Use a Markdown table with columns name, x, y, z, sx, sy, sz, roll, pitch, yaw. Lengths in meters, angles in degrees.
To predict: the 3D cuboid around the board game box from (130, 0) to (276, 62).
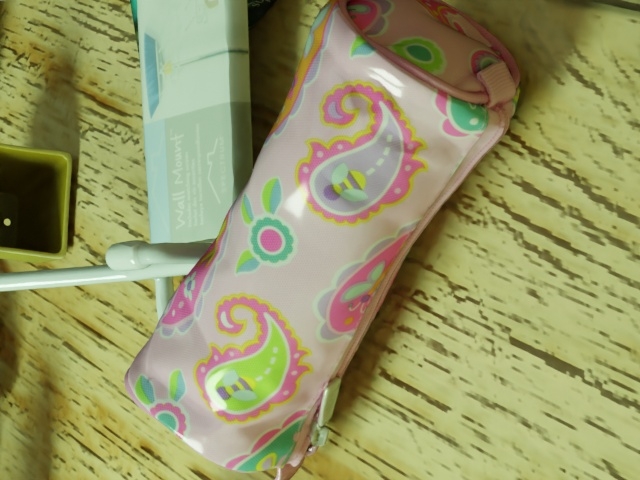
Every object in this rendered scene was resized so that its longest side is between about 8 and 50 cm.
| name | x | y | z | sx | sy | sz | roll | pitch | yaw |
| --- | --- | --- | --- | --- | --- | --- | --- | --- | --- |
| board game box | -0.068 | -0.187 | 1.298 | 0.186 | 0.026 | 0.126 | -43 | 48 | 42 |

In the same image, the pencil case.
| name | x | y | z | sx | sy | sz | roll | pitch | yaw |
| --- | --- | --- | --- | --- | --- | --- | --- | --- | --- |
| pencil case | 0.000 | 0.000 | 1.069 | 0.284 | 0.124 | 0.124 | -61 | 38 | 26 |

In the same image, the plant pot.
| name | x | y | z | sx | sy | sz | roll | pitch | yaw |
| --- | --- | --- | --- | --- | --- | --- | --- | --- | --- |
| plant pot | -0.238 | -0.023 | 1.458 | 0.083 | 0.081 | 0.081 | 156 | 119 | -63 |

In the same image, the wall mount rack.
| name | x | y | z | sx | sy | sz | roll | pitch | yaw |
| --- | --- | --- | --- | --- | --- | --- | --- | --- | --- |
| wall mount rack | -0.151 | -0.080 | 1.263 | 0.304 | 0.130 | 0.350 | -8 | 83 | 56 |
